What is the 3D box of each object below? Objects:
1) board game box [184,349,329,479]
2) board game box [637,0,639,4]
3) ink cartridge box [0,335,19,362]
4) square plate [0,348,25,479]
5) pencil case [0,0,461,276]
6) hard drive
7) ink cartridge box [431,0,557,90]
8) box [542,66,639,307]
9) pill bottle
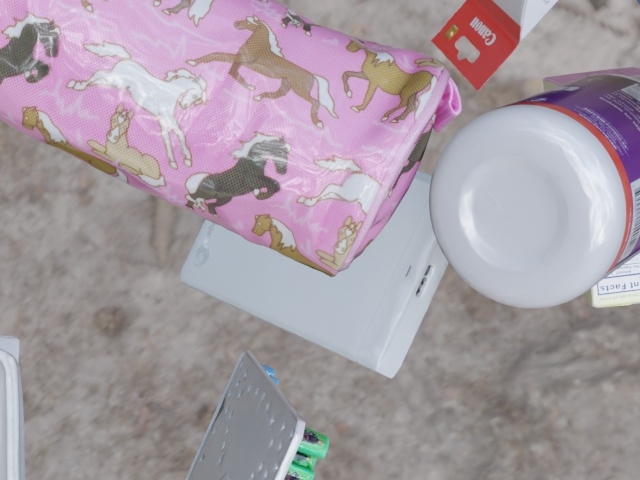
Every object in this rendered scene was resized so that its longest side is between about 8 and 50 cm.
[{"bbox_3d":[-0.120,0.357,1.831,0.050,0.390,0.390,23,93,-14],"label":"board game box"},{"bbox_3d":[0.365,-0.181,1.295,0.201,0.035,0.136,-6,61,-43],"label":"board game box"},{"bbox_3d":[-0.387,0.243,1.614,0.100,0.237,0.172,6,33,-11],"label":"ink cartridge box"},{"bbox_3d":[-0.361,0.185,1.210,0.347,0.344,0.049,16,30,26],"label":"square plate"},{"bbox_3d":[-0.106,-0.122,0.983,0.386,0.167,0.160,28,16,2],"label":"pencil case"},{"bbox_3d":[0.000,0.000,1.569,0.040,0.307,0.203,30,83,-48],"label":"hard drive"},{"bbox_3d":[0.222,-0.311,1.825,0.056,0.225,0.181,37,12,-29],"label":"ink cartridge box"},{"bbox_3d":[0.337,-0.067,1.703,0.117,0.213,0.243,-6,99,0],"label":"box"},{"bbox_3d":[0.245,-0.058,1.417,0.181,0.181,0.323,60,33,4],"label":"pill bottle"}]
